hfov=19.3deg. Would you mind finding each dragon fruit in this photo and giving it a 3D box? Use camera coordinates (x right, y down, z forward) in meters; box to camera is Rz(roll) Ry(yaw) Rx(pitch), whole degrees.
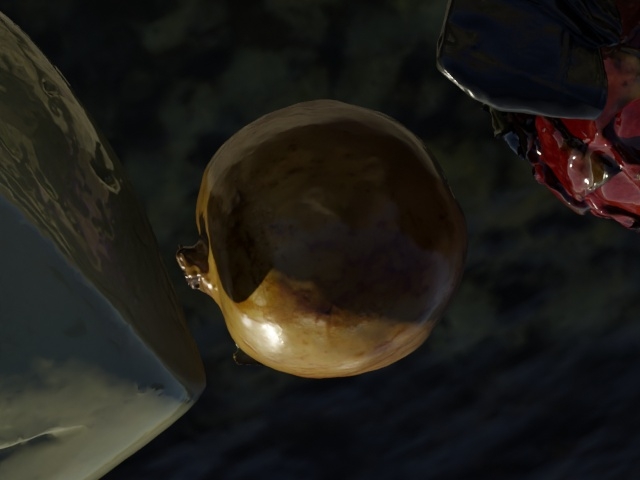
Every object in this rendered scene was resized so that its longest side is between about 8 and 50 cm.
[{"bbox_3d":[0.266,-0.125,1.431,0.244,0.299,0.244,-50,150,-44],"label":"dragon fruit"}]

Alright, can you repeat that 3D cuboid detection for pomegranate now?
[{"bbox_3d":[0.000,0.000,1.520,0.248,0.248,0.248,-18,145,-13],"label":"pomegranate"}]

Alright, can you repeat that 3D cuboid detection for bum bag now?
[{"bbox_3d":[0.140,-0.200,1.228,0.123,0.248,0.060,14,159,-19],"label":"bum bag"}]

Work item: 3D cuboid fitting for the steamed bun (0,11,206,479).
[{"bbox_3d":[-0.314,0.029,1.338,0.371,0.290,0.456,-35,113,12],"label":"steamed bun"}]

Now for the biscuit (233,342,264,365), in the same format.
[{"bbox_3d":[-0.016,0.048,2.058,0.144,0.016,0.203,6,106,-28],"label":"biscuit"}]
